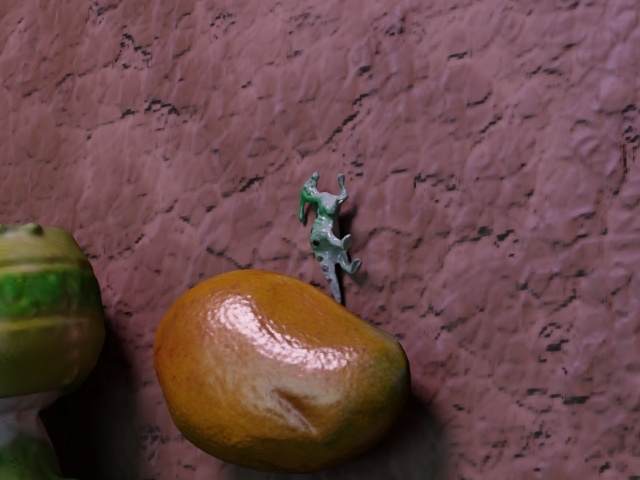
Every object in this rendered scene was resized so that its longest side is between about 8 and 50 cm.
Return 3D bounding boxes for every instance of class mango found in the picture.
[{"bbox_3d":[-0.025,0.080,0.979,0.165,0.089,0.115,31,91,33],"label":"mango"}]

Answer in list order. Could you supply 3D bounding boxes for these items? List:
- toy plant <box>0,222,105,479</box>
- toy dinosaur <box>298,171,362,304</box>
[{"bbox_3d":[-0.213,0.160,1.057,0.224,0.184,0.316,-14,81,15],"label":"toy plant"},{"bbox_3d":[0.000,0.000,1.018,0.062,0.021,0.083,34,111,46],"label":"toy dinosaur"}]
